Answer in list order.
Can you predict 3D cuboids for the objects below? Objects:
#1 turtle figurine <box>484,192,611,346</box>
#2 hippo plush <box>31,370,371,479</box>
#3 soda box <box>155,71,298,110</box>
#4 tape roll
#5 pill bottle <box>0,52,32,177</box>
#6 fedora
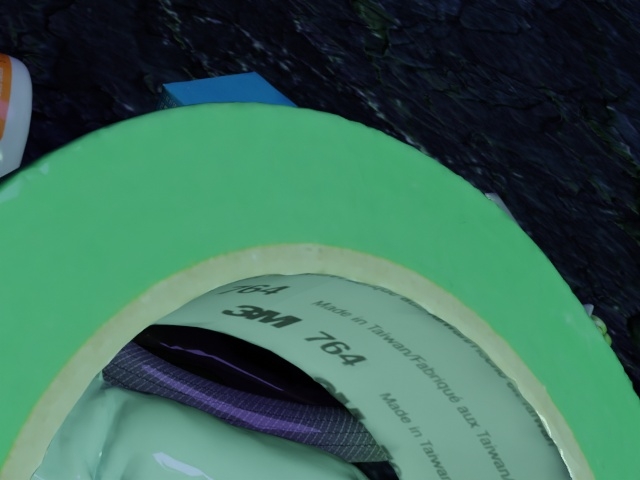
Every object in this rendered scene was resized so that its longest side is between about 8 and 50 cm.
[{"bbox_3d":[0.251,0.100,0.889,0.266,0.197,0.275,11,70,-60],"label":"turtle figurine"},{"bbox_3d":[-0.101,0.154,0.460,0.234,0.294,0.237,10,36,8],"label":"hippo plush"},{"bbox_3d":[0.000,0.000,0.721,0.071,0.067,0.210,-15,48,-46],"label":"soda box"},{"bbox_3d":[-0.012,0.124,0.398,0.321,0.077,0.321,15,67,-38],"label":"tape roll"},{"bbox_3d":[-0.280,-0.073,0.784,0.221,0.121,0.121,17,32,-24],"label":"pill bottle"},{"bbox_3d":[-0.045,0.065,0.780,0.275,0.124,0.244,4,36,-28],"label":"fedora"}]
